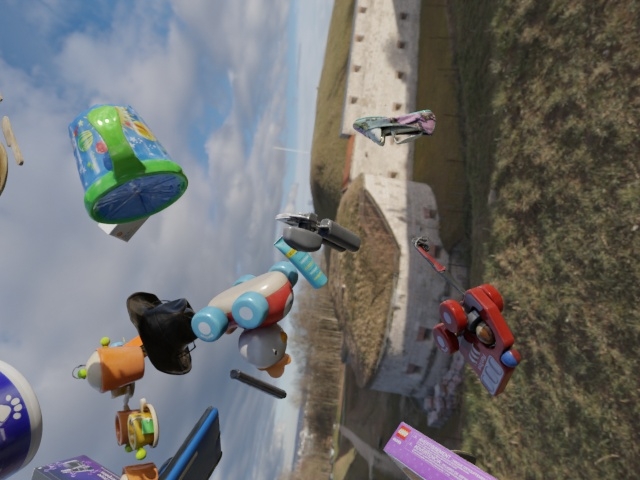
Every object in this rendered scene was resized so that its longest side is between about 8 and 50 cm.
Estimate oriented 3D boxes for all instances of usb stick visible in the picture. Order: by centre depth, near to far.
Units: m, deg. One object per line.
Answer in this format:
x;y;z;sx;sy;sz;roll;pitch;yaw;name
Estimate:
-0.264;0.618;1.769;0.077;0.278;0.045;-19;44;46;usb stick

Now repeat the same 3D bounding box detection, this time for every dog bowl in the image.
-0.725;0.385;0.850;0.104;0.265;0.264;-16;-65;-77;dog bowl

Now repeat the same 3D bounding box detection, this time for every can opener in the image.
0.000;0.000;0.954;0.284;0.076;0.094;25;-112;-54;can opener

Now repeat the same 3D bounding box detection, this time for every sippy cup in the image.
-0.471;-0.190;0.982;0.306;0.223;0.240;-35;-10;33;sippy cup

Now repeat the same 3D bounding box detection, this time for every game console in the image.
-0.359;0.536;0.902;0.293;0.174;0.249;-56;-28;-63;game console

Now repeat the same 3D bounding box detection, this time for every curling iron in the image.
0.430;0.090;1.469;0.068;0.274;0.035;-42;0;-24;curling iron

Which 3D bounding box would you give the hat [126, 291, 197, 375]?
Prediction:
-0.456;0.268;1.314;0.331;0.134;0.331;61;178;3;hat

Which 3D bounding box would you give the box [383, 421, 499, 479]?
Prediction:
0.246;0.417;0.630;0.057;0.293;0.201;-48;30;-21;box

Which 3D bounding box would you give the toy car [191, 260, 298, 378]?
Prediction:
-0.127;0.206;0.950;0.237;0.211;0.219;64;-157;-10;toy car

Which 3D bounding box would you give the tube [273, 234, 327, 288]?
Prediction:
-0.059;0.063;1.303;0.052;0.207;0.080;-18;26;51;tube

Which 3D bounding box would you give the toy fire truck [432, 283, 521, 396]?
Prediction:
0.487;0.294;1.232;0.302;0.170;0.253;86;158;-45;toy fire truck

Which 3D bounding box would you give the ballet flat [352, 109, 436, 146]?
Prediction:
0.190;-0.291;1.090;0.077;0.222;0.079;24;-113;-68;ballet flat

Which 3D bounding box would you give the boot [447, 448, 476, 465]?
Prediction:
0.320;0.591;1.167;0.137;0.198;0.076;-140;59;-75;boot

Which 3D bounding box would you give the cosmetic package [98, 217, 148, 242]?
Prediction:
-0.587;-0.111;1.327;0.239;0.061;0.099;-52;-20;-6;cosmetic package

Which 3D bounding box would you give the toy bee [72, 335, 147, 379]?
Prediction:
-0.837;0.500;1.733;0.162;0.299;0.195;83;175;-48;toy bee

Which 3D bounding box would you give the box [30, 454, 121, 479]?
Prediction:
-0.806;0.833;1.378;0.184;0.262;0.103;20;-100;-63;box

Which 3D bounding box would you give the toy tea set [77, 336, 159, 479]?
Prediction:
-0.429;0.375;0.862;0.336;0.125;0.199;56;133;35;toy tea set

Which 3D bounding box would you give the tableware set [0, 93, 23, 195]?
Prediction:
-0.458;-0.133;0.534;0.128;0.194;0.039;-40;-20;21;tableware set
